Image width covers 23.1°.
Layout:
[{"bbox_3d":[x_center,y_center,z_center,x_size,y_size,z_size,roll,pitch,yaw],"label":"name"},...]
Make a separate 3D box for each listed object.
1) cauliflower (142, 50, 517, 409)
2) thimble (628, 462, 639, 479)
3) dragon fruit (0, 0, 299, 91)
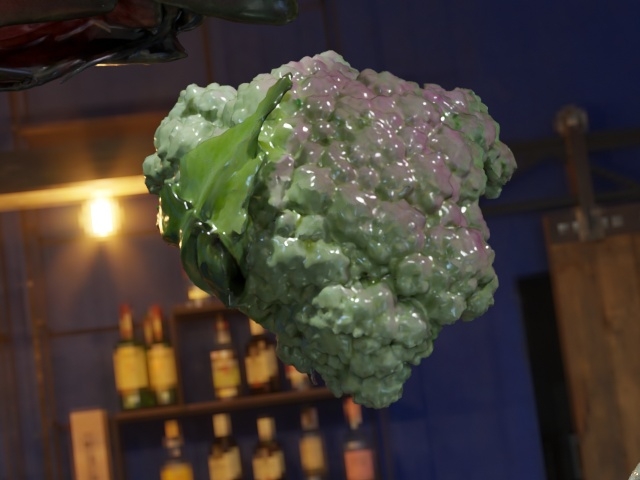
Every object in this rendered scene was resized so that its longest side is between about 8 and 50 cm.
[{"bbox_3d":[0.000,0.000,1.071,0.256,0.239,0.315,15,-27,9],"label":"cauliflower"},{"bbox_3d":[0.358,0.272,1.167,0.292,0.291,0.195,-11,15,24],"label":"thimble"},{"bbox_3d":[-0.128,-0.147,0.579,0.193,0.274,0.192,-51,-3,14],"label":"dragon fruit"}]
